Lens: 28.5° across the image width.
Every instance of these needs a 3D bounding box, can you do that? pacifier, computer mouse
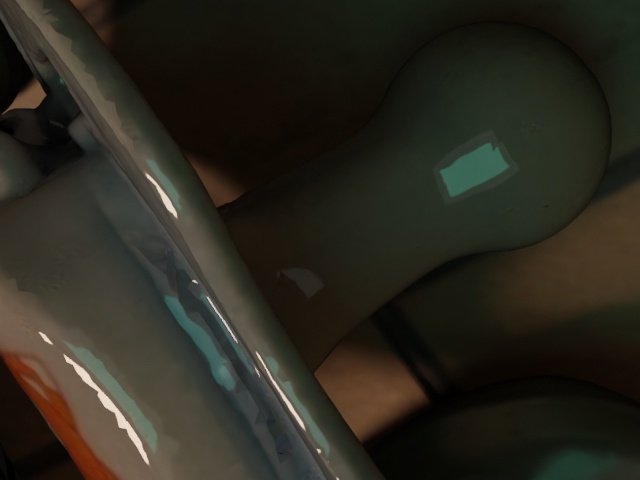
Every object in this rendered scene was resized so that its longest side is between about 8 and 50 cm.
[{"bbox_3d":[0.000,0.000,0.466,0.233,0.244,0.299,-32,104,-6],"label":"pacifier"},{"bbox_3d":[0.064,0.185,0.591,0.331,0.095,0.197,-37,87,35],"label":"computer mouse"}]

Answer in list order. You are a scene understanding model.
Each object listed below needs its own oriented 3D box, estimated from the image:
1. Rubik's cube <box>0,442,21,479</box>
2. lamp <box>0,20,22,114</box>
[{"bbox_3d":[-0.219,0.143,0.562,0.162,0.160,0.163,-24,115,-8],"label":"Rubik's cube"},{"bbox_3d":[-0.297,-0.108,0.530,0.266,0.047,0.269,-26,111,25],"label":"lamp"}]
